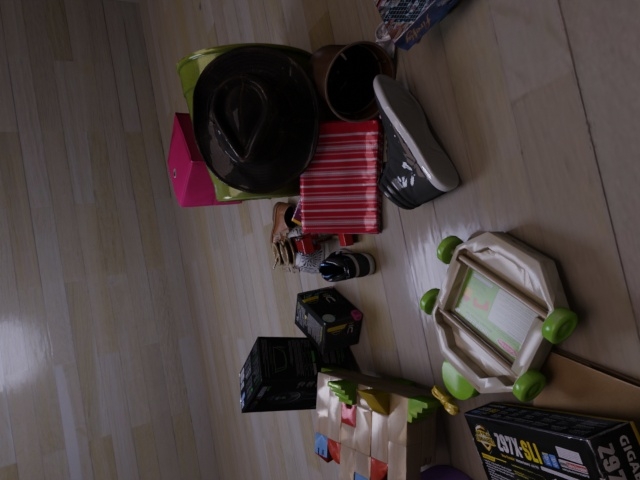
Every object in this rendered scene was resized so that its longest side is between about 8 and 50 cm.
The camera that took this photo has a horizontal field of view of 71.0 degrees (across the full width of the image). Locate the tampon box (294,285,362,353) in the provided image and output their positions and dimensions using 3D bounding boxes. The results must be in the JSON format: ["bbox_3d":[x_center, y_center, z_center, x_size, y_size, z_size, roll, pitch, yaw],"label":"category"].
[{"bbox_3d":[0.019,0.217,1.248,0.161,0.121,0.101,37,129,50],"label":"tampon box"}]

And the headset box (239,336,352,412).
[{"bbox_3d":[-0.069,0.391,1.300,0.246,0.283,0.131,120,148,-45],"label":"headset box"}]

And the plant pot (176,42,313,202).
[{"bbox_3d":[-0.177,-0.284,1.203,0.367,0.367,0.352,5,101,59],"label":"plant pot"}]

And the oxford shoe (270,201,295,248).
[{"bbox_3d":[-0.115,-0.019,1.466,0.076,0.076,0.212,11,106,50],"label":"oxford shoe"}]

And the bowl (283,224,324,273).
[{"bbox_3d":[-0.065,0.027,1.382,0.170,0.080,0.170,22,117,55],"label":"bowl"}]

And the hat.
[{"bbox_3d":[-0.152,-0.258,0.982,0.134,0.332,0.331,-78,-11,-74],"label":"hat"}]

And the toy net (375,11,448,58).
[{"bbox_3d":[0.168,-0.453,0.901,0.232,0.045,0.122,-9,90,60],"label":"toy net"}]

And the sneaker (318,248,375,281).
[{"bbox_3d":[0.033,0.066,1.186,0.217,0.121,0.079,-9,89,60],"label":"sneaker"}]

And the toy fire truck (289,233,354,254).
[{"bbox_3d":[0.000,0.000,1.238,0.192,0.135,0.047,-173,69,-73],"label":"toy fire truck"}]

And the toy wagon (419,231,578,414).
[{"bbox_3d":[0.288,0.160,0.804,0.267,0.068,0.344,46,131,52],"label":"toy wagon"}]

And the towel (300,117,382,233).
[{"bbox_3d":[0.047,-0.148,1.069,0.031,0.199,0.274,-53,-37,-73],"label":"towel"}]

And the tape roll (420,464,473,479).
[{"bbox_3d":[0.278,0.635,0.952,0.275,0.090,0.274,23,118,55],"label":"tape roll"}]

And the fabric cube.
[{"bbox_3d":[-0.425,-0.309,1.728,0.258,0.259,0.254,-57,49,49],"label":"fabric cube"}]

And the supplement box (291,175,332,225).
[{"bbox_3d":[0.000,-0.128,1.188,0.081,0.104,0.188,26,133,2],"label":"supplement box"}]

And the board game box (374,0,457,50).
[{"bbox_3d":[0.199,-0.479,0.775,0.243,0.042,0.165,-36,60,40],"label":"board game box"}]

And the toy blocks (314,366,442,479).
[{"bbox_3d":[0.113,0.452,1.018,0.382,0.191,0.260,-4,81,51],"label":"toy blocks"}]

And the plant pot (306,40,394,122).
[{"bbox_3d":[0.054,-0.368,1.017,0.165,0.167,0.166,-132,44,-54],"label":"plant pot"}]

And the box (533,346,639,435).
[{"bbox_3d":[0.412,0.285,0.701,0.164,0.021,0.201,19,113,57],"label":"box"}]

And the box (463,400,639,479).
[{"bbox_3d":[0.361,0.386,0.663,0.322,0.080,0.257,121,134,-71],"label":"box"}]

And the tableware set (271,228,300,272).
[{"bbox_3d":[-0.118,0.040,1.333,0.194,0.039,0.128,169,87,-71],"label":"tableware set"}]

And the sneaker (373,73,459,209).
[{"bbox_3d":[0.154,-0.194,0.929,0.147,0.105,0.295,-44,64,48],"label":"sneaker"}]
